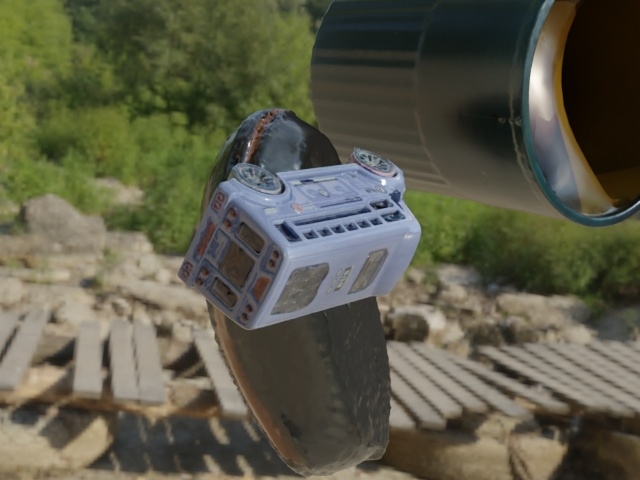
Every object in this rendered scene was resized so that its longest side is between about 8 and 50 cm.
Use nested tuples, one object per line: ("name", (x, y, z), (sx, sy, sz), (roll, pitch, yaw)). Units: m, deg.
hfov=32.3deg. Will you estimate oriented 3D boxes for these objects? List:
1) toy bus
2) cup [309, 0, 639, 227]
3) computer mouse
("toy bus", (0.000, 0.000, 0.642), (0.076, 0.073, 0.167), (40, 30, 26))
("cup", (0.178, -0.174, 1.061), (0.292, 0.308, 0.242), (12, -33, 49))
("computer mouse", (-0.024, 0.049, 0.926), (0.116, 0.323, 0.183), (-6, 21, 24))
